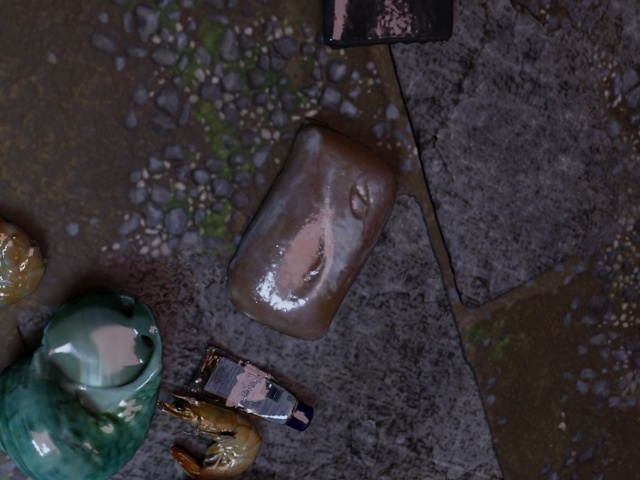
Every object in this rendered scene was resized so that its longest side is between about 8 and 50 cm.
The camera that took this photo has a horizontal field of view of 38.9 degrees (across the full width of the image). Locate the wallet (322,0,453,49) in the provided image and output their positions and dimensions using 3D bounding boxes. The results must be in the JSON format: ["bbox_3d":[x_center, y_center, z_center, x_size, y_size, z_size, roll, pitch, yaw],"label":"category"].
[{"bbox_3d":[0.075,-0.389,1.054,0.170,0.044,0.321,-9,108,-22],"label":"wallet"}]

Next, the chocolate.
[{"bbox_3d":[0.001,-0.001,1.079,0.161,0.083,0.261,25,91,-25],"label":"chocolate"}]

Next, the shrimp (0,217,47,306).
[{"bbox_3d":[-0.372,0.004,0.941,0.180,0.041,0.099,37,99,-27],"label":"shrimp"}]

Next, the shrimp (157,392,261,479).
[{"bbox_3d":[-0.145,0.238,1.095,0.162,0.045,0.095,33,108,-31],"label":"shrimp"}]

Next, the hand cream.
[{"bbox_3d":[-0.082,0.187,1.110,0.163,0.039,0.062,31,89,-21],"label":"hand cream"}]

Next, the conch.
[{"bbox_3d":[-0.266,0.167,0.970,0.202,0.134,0.196,-12,74,-18],"label":"conch"}]
